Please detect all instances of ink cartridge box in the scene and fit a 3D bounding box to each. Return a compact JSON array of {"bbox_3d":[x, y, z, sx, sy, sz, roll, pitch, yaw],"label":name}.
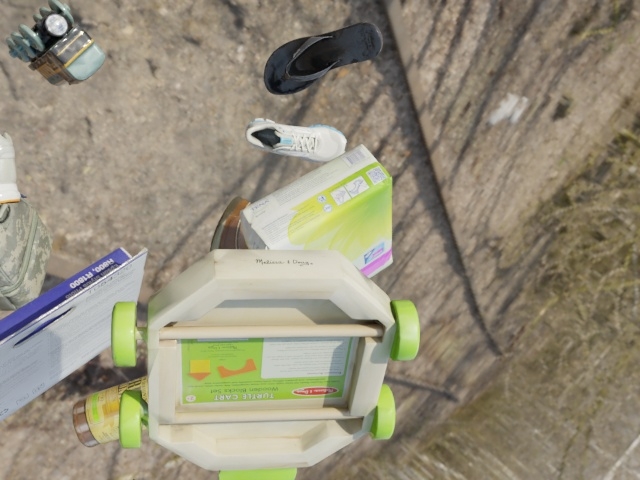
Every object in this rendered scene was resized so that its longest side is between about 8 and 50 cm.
[{"bbox_3d":[-0.405,0.142,1.095,0.324,0.071,0.330,-36,167,-30],"label":"ink cartridge box"}]

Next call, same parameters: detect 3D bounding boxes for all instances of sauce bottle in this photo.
[{"bbox_3d":[-0.342,0.332,1.621,0.345,0.111,0.111,-20,160,1],"label":"sauce bottle"}]

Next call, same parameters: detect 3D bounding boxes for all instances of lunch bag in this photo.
[{"bbox_3d":[-0.693,-0.005,1.466,0.256,0.305,0.212,80,13,-61],"label":"lunch bag"}]

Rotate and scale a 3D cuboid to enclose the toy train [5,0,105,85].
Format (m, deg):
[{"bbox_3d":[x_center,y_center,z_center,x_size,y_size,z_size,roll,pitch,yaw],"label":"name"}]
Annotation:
[{"bbox_3d":[-0.655,-0.470,1.907,0.142,0.190,0.334,-49,-155,-19],"label":"toy train"}]

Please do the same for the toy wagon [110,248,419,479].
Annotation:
[{"bbox_3d":[-0.059,0.153,0.751,0.267,0.068,0.344,1,130,-10],"label":"toy wagon"}]

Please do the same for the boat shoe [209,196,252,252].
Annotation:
[{"bbox_3d":[-0.155,0.045,1.617,0.324,0.120,0.122,98,15,-48],"label":"boat shoe"}]

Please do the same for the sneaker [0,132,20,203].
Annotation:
[{"bbox_3d":[-0.551,-0.128,1.153,0.099,0.263,0.121,-13,112,-67],"label":"sneaker"}]

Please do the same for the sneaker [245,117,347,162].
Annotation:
[{"bbox_3d":[-0.047,-0.176,1.387,0.083,0.191,0.071,-71,166,-78],"label":"sneaker"}]

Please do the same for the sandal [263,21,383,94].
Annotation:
[{"bbox_3d":[-0.005,-0.357,1.498,0.255,0.097,0.054,-20,-164,22],"label":"sandal"}]

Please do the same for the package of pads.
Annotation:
[{"bbox_3d":[0.000,0.000,1.248,0.229,0.101,0.296,-30,153,-11],"label":"package of pads"}]

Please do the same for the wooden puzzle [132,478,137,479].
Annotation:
[{"bbox_3d":[-0.264,0.364,1.040,0.083,0.006,0.049,-46,120,-22],"label":"wooden puzzle"}]
